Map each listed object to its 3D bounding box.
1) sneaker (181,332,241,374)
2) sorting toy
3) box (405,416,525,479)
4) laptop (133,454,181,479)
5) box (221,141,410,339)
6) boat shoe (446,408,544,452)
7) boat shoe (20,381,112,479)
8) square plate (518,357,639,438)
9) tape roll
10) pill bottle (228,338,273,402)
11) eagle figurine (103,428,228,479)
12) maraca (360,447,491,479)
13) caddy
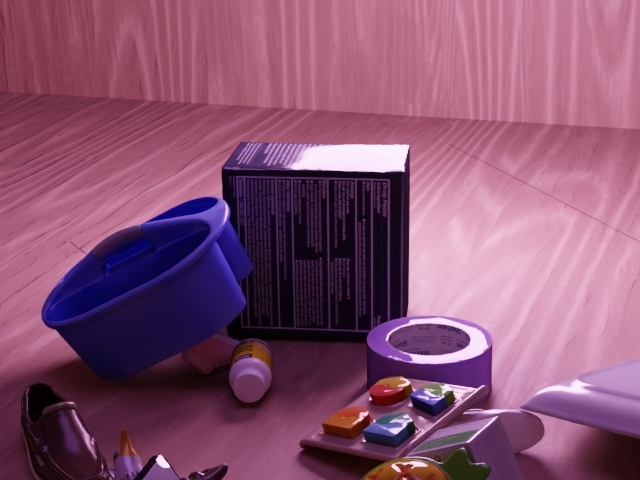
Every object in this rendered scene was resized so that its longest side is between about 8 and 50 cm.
[{"bbox_3d":[-0.159,0.181,2.217,0.134,0.070,0.051,22,-4,-31],"label":"sneaker"},{"bbox_3d":[0.097,0.234,1.931,0.208,0.038,0.193,-2,22,46],"label":"sorting toy"},{"bbox_3d":[0.180,0.285,1.746,0.101,0.102,0.087,-20,4,37],"label":"box"},{"bbox_3d":[-0.026,0.403,1.235,0.236,0.408,0.382,-29,11,27],"label":"laptop"},{"bbox_3d":[0.000,0.000,2.345,0.294,0.296,0.183,2,19,8],"label":"box"},{"bbox_3d":[0.211,0.258,1.943,0.184,0.066,0.063,-11,20,3],"label":"boat shoe"},{"bbox_3d":[-0.352,0.263,1.897,0.095,0.095,0.257,-11,21,-27],"label":"boat shoe"},{"bbox_3d":[0.505,0.216,1.935,0.347,0.049,0.344,9,10,39],"label":"square plate"},{"bbox_3d":[0.163,0.183,2.127,0.189,0.080,0.189,0,18,0],"label":"tape roll"},{"bbox_3d":[-0.104,0.197,2.124,0.065,0.065,0.116,-1,19,-1],"label":"pill bottle"},{"bbox_3d":[-0.216,0.329,1.613,0.226,0.298,0.225,29,54,-17],"label":"eagle figurine"},{"bbox_3d":[0.118,0.313,1.673,0.185,0.127,0.099,-19,-25,14],"label":"maraca"},{"bbox_3d":[-0.268,0.058,2.181,0.341,0.179,0.241,-26,25,16],"label":"caddy"}]
